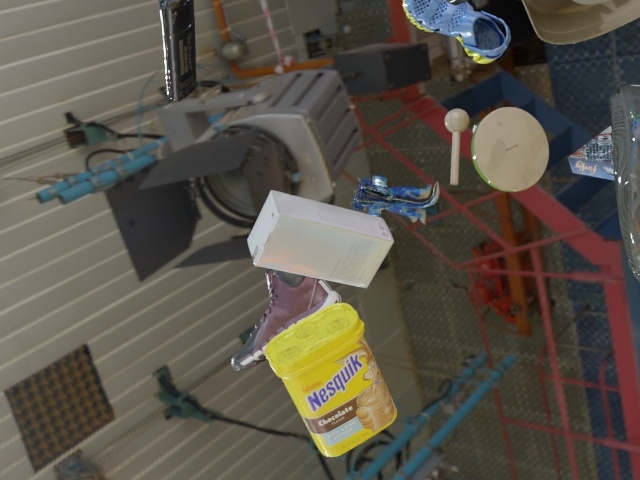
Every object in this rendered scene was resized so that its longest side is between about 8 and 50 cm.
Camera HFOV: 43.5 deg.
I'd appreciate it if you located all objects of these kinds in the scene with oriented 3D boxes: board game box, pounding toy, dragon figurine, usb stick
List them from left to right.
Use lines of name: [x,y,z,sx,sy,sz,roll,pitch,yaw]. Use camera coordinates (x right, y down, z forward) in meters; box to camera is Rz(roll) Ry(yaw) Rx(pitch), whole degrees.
usb stick: [-0.280,-0.385,1.585,0.077,0.045,0.278,-45,-17,-27]
dragon figurine: [0.146,-0.086,1.645,0.144,0.289,0.085,9,-88,-9]
pounding toy: [0.369,-0.192,1.754,0.237,0.110,0.183,2,-94,-17]
board game box: [0.663,-0.179,1.657,0.165,0.243,0.042,-34,-62,-20]

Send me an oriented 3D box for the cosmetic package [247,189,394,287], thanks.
cosmetic package: [0.000,0.000,1.420,0.231,0.085,0.117,15,-60,-25]

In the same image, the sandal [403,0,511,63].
sandal: [0.349,-0.541,1.964,0.317,0.138,0.126,22,-83,-21]

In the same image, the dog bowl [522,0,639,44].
dog bowl: [0.341,-0.356,0.815,0.349,0.349,0.102,-12,-115,-46]

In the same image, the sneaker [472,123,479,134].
sneaker: [0.442,-0.265,2.163,0.109,0.040,0.044,62,-152,-1]

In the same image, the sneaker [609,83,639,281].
sneaker: [0.416,-0.025,0.655,0.447,0.257,0.169,29,-122,-46]

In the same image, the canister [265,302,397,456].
canister: [0.019,0.183,1.035,0.126,0.073,0.170,-30,-62,-10]

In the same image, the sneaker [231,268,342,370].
sneaker: [-0.104,0.154,1.763,0.162,0.281,0.106,56,-179,12]

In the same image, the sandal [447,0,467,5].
sandal: [0.222,-0.346,1.047,0.040,0.179,0.067,15,-90,-18]
